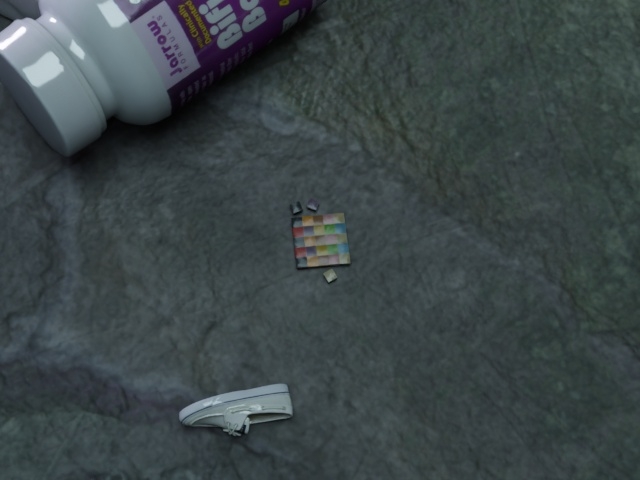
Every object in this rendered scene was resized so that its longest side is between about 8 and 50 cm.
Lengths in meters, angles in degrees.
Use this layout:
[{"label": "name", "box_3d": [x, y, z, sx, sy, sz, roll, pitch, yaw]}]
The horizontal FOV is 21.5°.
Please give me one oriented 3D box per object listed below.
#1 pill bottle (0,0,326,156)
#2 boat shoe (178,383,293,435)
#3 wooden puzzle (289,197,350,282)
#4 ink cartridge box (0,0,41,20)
[{"label": "pill bottle", "box_3d": [-0.145, -0.211, 1.526, 0.301, 0.169, 0.169, -38, 76, -14]}, {"label": "boat shoe", "box_3d": [-0.072, 0.153, 1.470, 0.100, 0.035, 0.035, -10, 68, -13]}, {"label": "wooden puzzle", "box_3d": [0.000, 0.000, 1.542, 0.049, 0.006, 0.083, -5, 70, -4]}, {"label": "ink cartridge box", "box_3d": [-0.265, -0.329, 1.612, 0.134, 0.078, 0.231, 26, 71, 7]}]
